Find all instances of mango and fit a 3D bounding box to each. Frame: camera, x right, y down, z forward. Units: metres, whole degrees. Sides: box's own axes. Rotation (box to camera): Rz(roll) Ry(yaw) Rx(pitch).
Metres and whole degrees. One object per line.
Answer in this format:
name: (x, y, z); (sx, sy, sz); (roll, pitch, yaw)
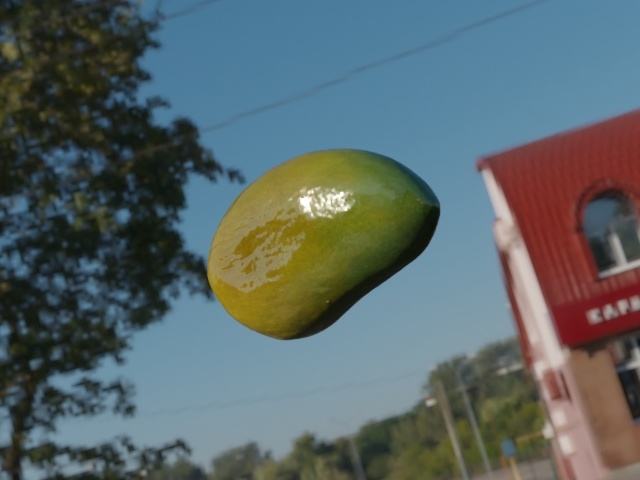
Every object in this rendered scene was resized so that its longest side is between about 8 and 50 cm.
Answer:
mango: (-0.005, -0.005, 1.072); (0.237, 0.137, 0.091); (-40, -13, 36)
